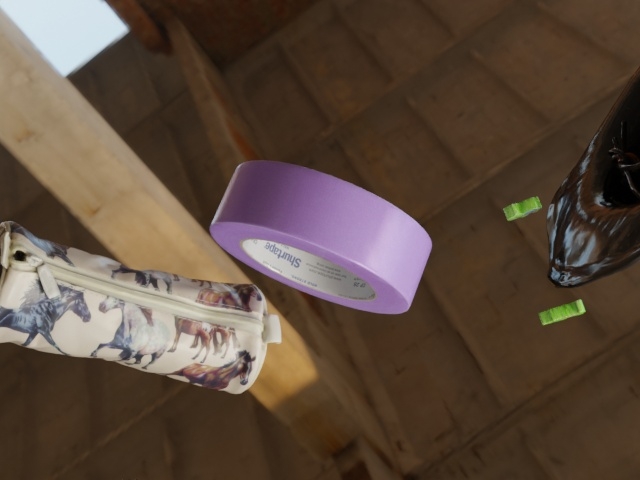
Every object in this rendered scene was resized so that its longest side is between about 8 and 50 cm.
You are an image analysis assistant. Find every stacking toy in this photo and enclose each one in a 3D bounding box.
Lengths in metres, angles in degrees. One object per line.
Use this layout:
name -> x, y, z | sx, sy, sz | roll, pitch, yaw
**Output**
stacking toy -> 0.363, -0.005, 1.326 | 0.221, 0.052, 0.167 | -20, -104, 10

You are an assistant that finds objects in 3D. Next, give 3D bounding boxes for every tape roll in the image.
tape roll -> 0.000, 0.000, 1.322 | 0.275, 0.275, 0.090 | 5, -112, 46

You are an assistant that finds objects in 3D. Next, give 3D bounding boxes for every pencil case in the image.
pencil case -> -0.268, 0.098, 1.423 | 0.183, 0.410, 0.159 | -25, -127, 62

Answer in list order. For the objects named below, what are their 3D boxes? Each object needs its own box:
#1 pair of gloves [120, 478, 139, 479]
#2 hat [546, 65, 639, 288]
pair of gloves -> -0.220, 0.307, 1.164 | 0.083, 0.074, 0.010 | -38, -148, 6
hat -> 0.299, -0.072, 0.699 | 0.331, 0.134, 0.331 | -55, -176, 6
